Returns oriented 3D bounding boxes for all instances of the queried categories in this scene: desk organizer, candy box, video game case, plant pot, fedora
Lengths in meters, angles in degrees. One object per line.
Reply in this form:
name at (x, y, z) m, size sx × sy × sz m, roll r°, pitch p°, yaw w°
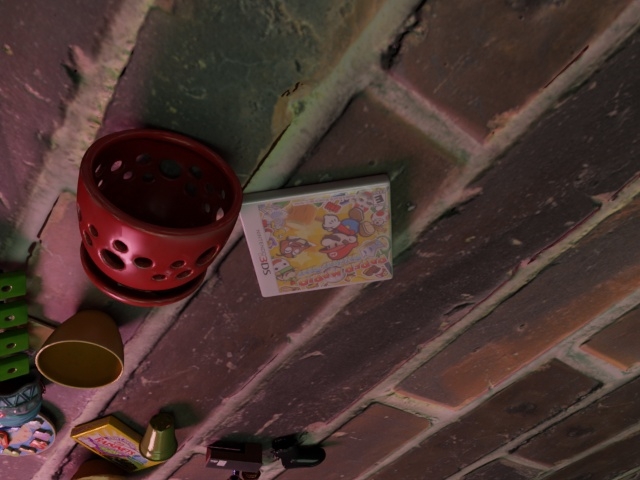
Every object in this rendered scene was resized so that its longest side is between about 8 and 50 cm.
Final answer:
desk organizer at (-0.205, 0.512, 1.218) m, size 0.130 × 0.050 × 0.047 m, roll 15°, pitch 128°, yaw -19°
candy box at (-0.455, 0.467, 1.165) m, size 0.105 × 0.027 × 0.205 m, roll -23°, pitch 130°, yaw 10°
video game case at (0.000, 0.000, 0.813) m, size 0.227 × 0.026 × 0.206 m, roll -9°, pitch 132°, yaw 0°
plant pot at (-0.397, 0.174, 0.870) m, size 0.134 × 0.095 × 0.134 m, roll -4°, pitch 132°, yaw -4°
plant pot at (-0.217, -0.021, 0.663) m, size 0.191 × 0.191 × 0.174 m, roll 16°, pitch 131°, yaw -20°
fedora at (-0.536, 0.578, 1.218) m, size 0.195 × 0.079 × 0.194 m, roll -6°, pitch 130°, yaw -7°
plant pot at (-0.347, 0.420, 1.110) m, size 0.084 × 0.083 × 0.079 m, roll 9°, pitch 117°, yaw -14°

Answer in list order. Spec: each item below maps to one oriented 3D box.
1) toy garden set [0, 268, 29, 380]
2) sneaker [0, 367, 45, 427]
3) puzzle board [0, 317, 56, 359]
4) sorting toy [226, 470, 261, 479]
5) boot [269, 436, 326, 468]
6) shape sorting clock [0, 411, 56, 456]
toy garden set at (-0.578, 0.147, 0.802) m, size 0.204 × 0.049 × 0.244 m, roll -11°, pitch 136°, yaw -39°
sneaker at (-0.639, 0.254, 0.926) m, size 0.262 × 0.104 × 0.125 m, roll 15°, pitch 118°, yaw -29°
puzzle board at (-0.542, 0.171, 0.907) m, size 0.096 × 0.011 × 0.128 m, roll 34°, pitch 120°, yaw -32°
sorting toy at (-0.197, 0.582, 1.277) m, size 0.102 × 0.061 × 0.042 m, roll -9°, pitch 109°, yaw -46°
boot at (-0.056, 0.511, 1.243) m, size 0.121 × 0.045 × 0.099 m, roll -13°, pitch 128°, yaw 6°
shape sorting clock at (-0.663, 0.396, 1.069) m, size 0.207 × 0.040 × 0.206 m, roll -4°, pitch 131°, yaw -4°
